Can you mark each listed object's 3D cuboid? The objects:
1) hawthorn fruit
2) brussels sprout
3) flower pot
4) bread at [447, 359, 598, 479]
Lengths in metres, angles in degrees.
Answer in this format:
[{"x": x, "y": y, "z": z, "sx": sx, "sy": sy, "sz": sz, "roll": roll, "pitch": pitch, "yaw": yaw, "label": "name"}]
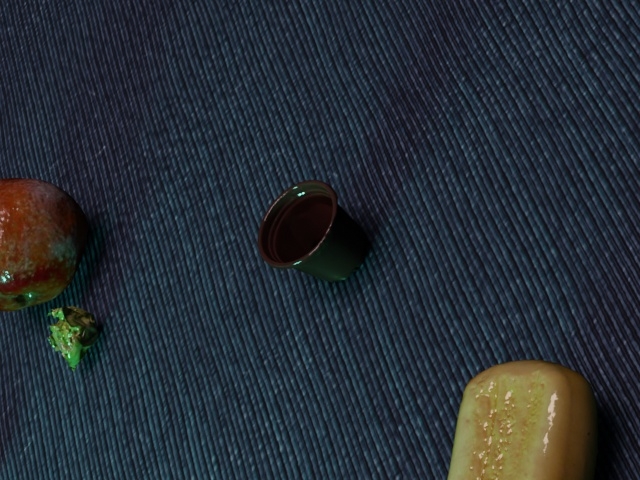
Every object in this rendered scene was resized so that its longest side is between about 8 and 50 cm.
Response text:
[{"x": -0.386, "y": 0.006, "z": 2.083, "sx": 0.173, "sy": 0.173, "sz": 0.173, "roll": -22, "pitch": 51, "yaw": 30, "label": "hawthorn fruit"}, {"x": -0.308, "y": 0.117, "z": 2.022, "sx": 0.085, "sy": 0.058, "sz": 0.085, "roll": 12, "pitch": 106, "yaw": 49, "label": "brussels sprout"}, {"x": 0.000, "y": 0.000, "z": 1.793, "sx": 0.111, "sy": 0.089, "sz": 0.111, "roll": -23, "pitch": 50, "yaw": 31, "label": "flower pot"}, {"x": 0.185, "y": 0.218, "z": 1.477, "sx": 0.147, "sy": 0.098, "sz": 0.217, "roll": -4, "pitch": 59, "yaw": 41, "label": "bread"}]
